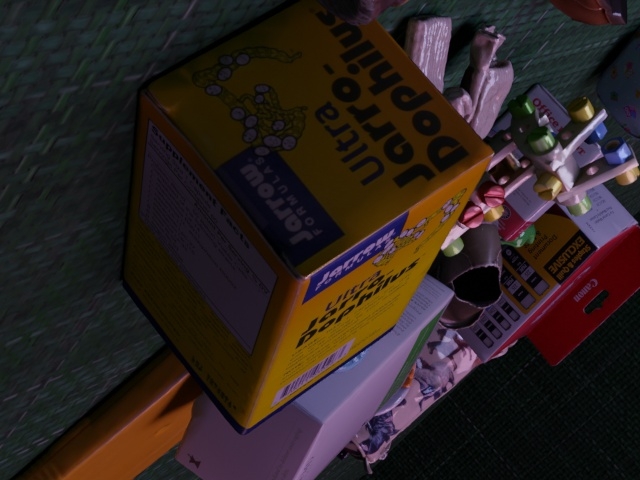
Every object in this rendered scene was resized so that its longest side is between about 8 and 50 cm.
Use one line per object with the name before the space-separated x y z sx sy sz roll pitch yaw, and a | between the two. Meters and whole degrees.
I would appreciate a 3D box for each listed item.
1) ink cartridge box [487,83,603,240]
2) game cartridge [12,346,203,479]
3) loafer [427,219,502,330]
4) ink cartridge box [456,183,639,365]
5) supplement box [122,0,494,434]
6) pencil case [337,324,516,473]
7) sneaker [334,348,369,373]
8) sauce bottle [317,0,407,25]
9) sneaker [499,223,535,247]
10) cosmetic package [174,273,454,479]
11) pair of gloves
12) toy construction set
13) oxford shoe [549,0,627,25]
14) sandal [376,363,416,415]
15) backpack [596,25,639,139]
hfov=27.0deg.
ink cartridge box | 0.275 -0.103 1.778 0.175 0.127 0.072 -44 167 14
game cartridge | -0.214 0.221 1.684 0.324 0.052 0.285 -39 166 4
loafer | 0.192 0.060 1.789 0.094 0.087 0.251 -7 148 -5
ink cartridge box | 0.319 0.034 2.019 0.130 0.272 0.309 -26 160 -44
supplement box | -0.029 -0.012 1.130 0.195 0.194 0.356 -34 165 -23
pencil case | 0.175 0.245 2.477 0.410 0.183 0.160 -36 -178 -17
sneaker | 0.000 0.000 1.451 0.208 0.127 0.319 -8 -136 50
sauce bottle | 0.130 -0.276 0.905 0.344 0.111 0.111 -35 165 -14
sneaker | 0.164 0.051 1.931 0.343 0.146 0.134 -46 165 25
cosmetic package | -0.001 0.163 1.668 0.365 0.155 0.197 -40 160 -52
pair of gloves | 0.128 -0.119 1.331 0.240 0.042 0.204 -6 115 -61
toy construction set | 0.196 -0.056 1.598 0.328 0.151 0.215 -26 -153 -13
oxford shoe | 0.267 -0.269 1.386 0.076 0.076 0.212 -3 166 21
sandal | 0.113 0.196 2.148 0.076 0.102 0.265 88 20 -44
backpack | 0.503 -0.214 1.903 0.144 0.188 0.166 -29 163 -39
